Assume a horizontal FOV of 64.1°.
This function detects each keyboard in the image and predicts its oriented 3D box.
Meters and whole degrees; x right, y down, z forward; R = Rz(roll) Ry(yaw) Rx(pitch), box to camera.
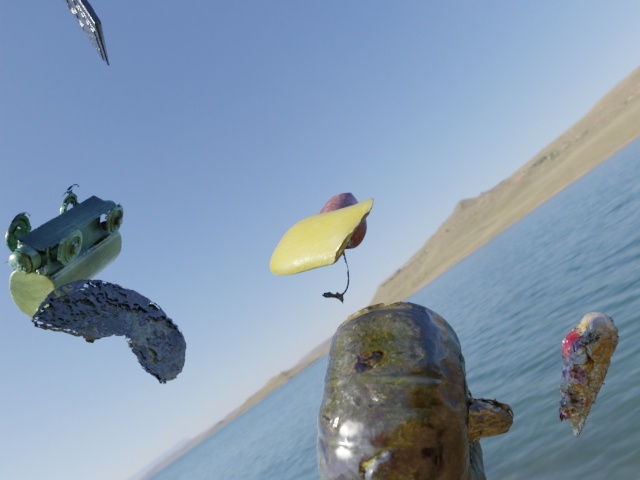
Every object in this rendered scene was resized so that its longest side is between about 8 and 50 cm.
[{"bbox_3d":[-0.253,-0.258,0.477,0.010,0.198,0.063,-31,-8,-21],"label":"keyboard"}]

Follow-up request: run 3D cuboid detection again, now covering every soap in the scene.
[{"bbox_3d":[0.000,0.000,0.577,0.169,0.033,0.089,-11,46,52],"label":"soap"}]

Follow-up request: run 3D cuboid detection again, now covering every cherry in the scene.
[{"bbox_3d":[0.034,0.005,1.026,0.107,0.225,0.090,28,-24,-35],"label":"cherry"}]

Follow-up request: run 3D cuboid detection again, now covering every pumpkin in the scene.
[{"bbox_3d":[0.125,0.264,0.641,0.242,0.324,0.232,-14,29,15],"label":"pumpkin"}]

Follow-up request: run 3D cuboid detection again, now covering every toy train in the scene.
[{"bbox_3d":[-0.493,0.014,0.990,0.307,0.127,0.189,-75,8,-68],"label":"toy train"}]

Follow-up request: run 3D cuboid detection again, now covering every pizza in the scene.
[{"bbox_3d":[0.406,0.206,0.805,0.188,0.062,0.198,28,-103,-68],"label":"pizza"}]

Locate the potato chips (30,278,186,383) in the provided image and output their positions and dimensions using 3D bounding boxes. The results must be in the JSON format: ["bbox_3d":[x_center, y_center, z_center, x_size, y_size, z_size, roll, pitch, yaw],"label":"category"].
[{"bbox_3d":[-0.287,0.126,0.741,0.029,0.220,0.202,-57,-9,13],"label":"potato chips"}]
